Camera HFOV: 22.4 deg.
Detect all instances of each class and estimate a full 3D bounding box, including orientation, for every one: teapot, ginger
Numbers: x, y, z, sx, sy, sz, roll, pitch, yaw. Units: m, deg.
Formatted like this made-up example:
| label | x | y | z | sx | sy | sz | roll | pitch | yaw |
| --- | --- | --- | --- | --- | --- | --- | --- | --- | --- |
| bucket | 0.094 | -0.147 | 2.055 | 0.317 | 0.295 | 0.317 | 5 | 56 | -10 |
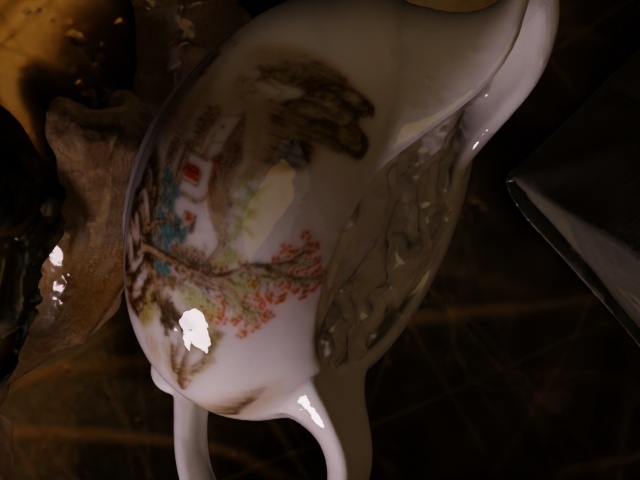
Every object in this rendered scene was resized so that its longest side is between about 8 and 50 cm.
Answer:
| label | x | y | z | sx | sy | sz | roll | pitch | yaw |
| --- | --- | --- | --- | --- | --- | --- | --- | --- | --- |
| teapot | 0.000 | 0.000 | 0.737 | 0.204 | 0.139 | 0.298 | -12 | 125 | -62 |
| ginger | -0.111 | -0.009 | 0.757 | 0.089 | 0.075 | 0.288 | 26 | 93 | -50 |

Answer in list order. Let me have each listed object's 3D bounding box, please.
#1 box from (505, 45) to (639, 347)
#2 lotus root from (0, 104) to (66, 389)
| label | x | y | z | sx | sy | sz | roll | pitch | yaw |
| --- | --- | --- | --- | --- | --- | --- | --- | --- | --- |
| box | 0.239 | 0.013 | 0.849 | 0.155 | 0.149 | 0.231 | -44 | 116 | -3 |
| lotus root | -0.286 | -0.010 | 0.587 | 0.397 | 0.179 | 0.195 | 10 | 86 | -26 |
